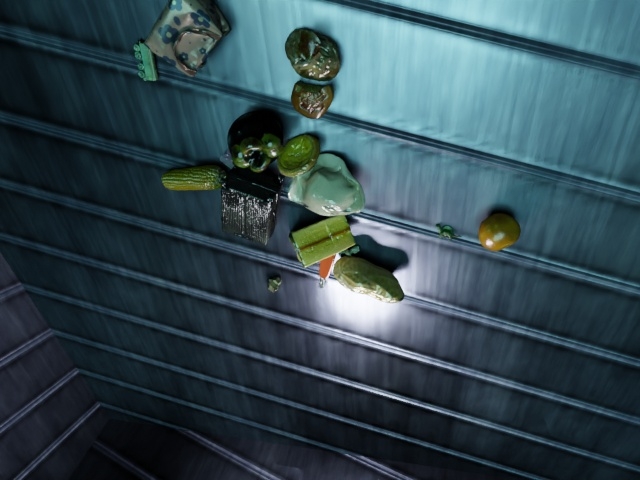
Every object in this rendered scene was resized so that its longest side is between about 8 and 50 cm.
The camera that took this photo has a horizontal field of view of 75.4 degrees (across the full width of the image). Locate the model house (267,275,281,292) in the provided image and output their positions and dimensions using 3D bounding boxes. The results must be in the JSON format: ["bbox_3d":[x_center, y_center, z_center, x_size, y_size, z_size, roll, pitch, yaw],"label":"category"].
[{"bbox_3d":[-0.236,0.217,2.089,0.058,0.057,0.083,42,149,16],"label":"model house"}]

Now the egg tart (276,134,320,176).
[{"bbox_3d":[-0.076,-0.322,1.610,0.191,0.192,0.074,-16,150,24],"label":"egg tart"}]

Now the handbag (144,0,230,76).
[{"bbox_3d":[-0.445,-0.709,1.412,0.193,0.190,0.251,38,121,-26],"label":"handbag"}]

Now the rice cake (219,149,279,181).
[{"bbox_3d":[-0.288,-0.284,1.745,0.290,0.051,0.081,36,125,-12],"label":"rice cake"}]

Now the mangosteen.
[{"bbox_3d":[-0.243,-0.371,1.559,0.242,0.243,0.243,7,126,10],"label":"mangosteen"}]

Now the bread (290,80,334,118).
[{"bbox_3d":[-0.027,-0.509,1.498,0.155,0.086,0.125,7,127,10],"label":"bread"}]

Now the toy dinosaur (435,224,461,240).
[{"bbox_3d":[0.536,-0.031,1.732,0.119,0.029,0.061,11,110,4],"label":"toy dinosaur"}]

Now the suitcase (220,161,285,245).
[{"bbox_3d":[-0.289,-0.149,1.742,0.229,0.152,0.335,20,144,3],"label":"suitcase"}]

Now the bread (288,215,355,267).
[{"bbox_3d":[0.004,-0.001,1.844,0.263,0.163,0.168,-21,94,-4],"label":"bread"}]

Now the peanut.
[{"bbox_3d":[0.219,0.175,1.873,0.339,0.174,0.159,18,83,-4],"label":"peanut"}]

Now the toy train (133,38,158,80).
[{"bbox_3d":[-0.662,-0.682,1.568,0.070,0.038,0.148,6,125,7],"label":"toy train"}]

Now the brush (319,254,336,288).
[{"bbox_3d":[0.030,0.106,1.937,0.070,0.051,0.324,12,126,3],"label":"brush"}]

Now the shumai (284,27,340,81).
[{"bbox_3d":[-0.034,-0.618,1.391,0.209,0.153,0.161,38,118,-9],"label":"shumai"}]

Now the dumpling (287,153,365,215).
[{"bbox_3d":[0.036,-0.221,1.662,0.317,0.187,0.243,8,93,14],"label":"dumpling"}]

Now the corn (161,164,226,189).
[{"bbox_3d":[-0.548,-0.266,1.793,0.304,0.106,0.106,-1,124,21],"label":"corn"}]

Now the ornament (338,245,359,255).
[{"bbox_3d":[0.125,0.050,1.873,0.092,0.068,0.041,-11,97,-24],"label":"ornament"}]

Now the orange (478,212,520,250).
[{"bbox_3d":[0.694,-0.035,1.619,0.159,0.158,0.136,-40,67,33],"label":"orange"}]
